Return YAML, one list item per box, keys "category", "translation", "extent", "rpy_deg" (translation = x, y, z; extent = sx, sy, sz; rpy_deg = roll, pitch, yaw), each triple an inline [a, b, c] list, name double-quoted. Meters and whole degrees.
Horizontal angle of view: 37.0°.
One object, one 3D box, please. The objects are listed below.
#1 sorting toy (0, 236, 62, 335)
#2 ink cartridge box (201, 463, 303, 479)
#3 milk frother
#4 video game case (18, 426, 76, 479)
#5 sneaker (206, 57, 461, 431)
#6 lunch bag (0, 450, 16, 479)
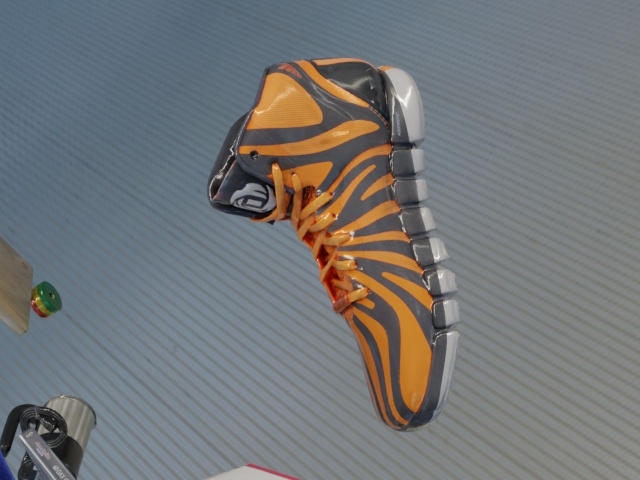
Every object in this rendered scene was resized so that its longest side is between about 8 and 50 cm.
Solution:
- category: "sorting toy"
  translation: [-0.429, 0.038, 1.198]
  extent: [0.046, 0.274, 0.132]
  rpy_deg: [-29, 38, 9]
- category: "ink cartridge box"
  translation: [-0.020, 0.283, 0.607]
  extent: [0.100, 0.237, 0.172]
  rpy_deg: [-10, 8, -41]
- category: "milk frother"
  translation: [-0.378, 0.269, 1.373]
  extent: [0.143, 0.129, 0.135]
  rpy_deg: [-44, 22, 23]
- category: "video game case"
  translation: [-0.271, 0.365, 1.173]
  extent: [0.026, 0.196, 0.274]
  rpy_deg: [-33, 39, -24]
- category: "sneaker"
  translation: [0.000, 0.000, 0.780]
  extent: [0.180, 0.124, 0.321]
  rpy_deg: [1, 68, -26]
- category: "lunch bag"
  translation: [-0.281, 0.128, 0.318]
  extent: [0.327, 0.386, 0.239]
  rpy_deg: [-25, 48, -13]
